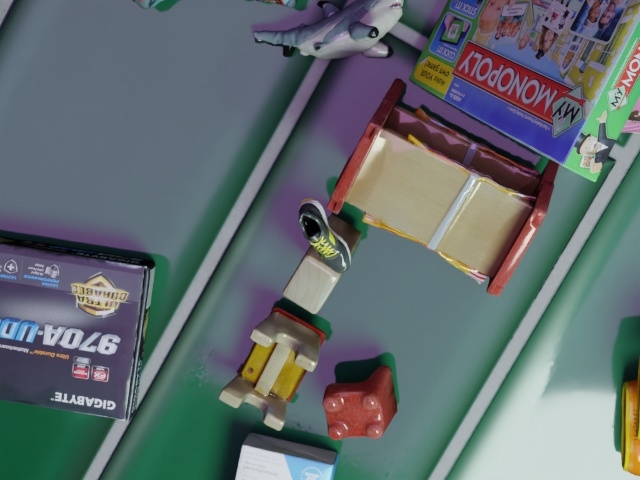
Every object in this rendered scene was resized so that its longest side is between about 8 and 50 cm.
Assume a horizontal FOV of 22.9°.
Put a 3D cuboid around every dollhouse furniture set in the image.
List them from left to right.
[{"bbox_3d":[0.072,0.044,1.665,0.201,0.152,0.374,29,115,1],"label":"dollhouse furniture set"}]

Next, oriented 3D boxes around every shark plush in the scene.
[{"bbox_3d":[0.012,-0.226,1.681,0.161,0.073,0.067,-10,75,27],"label":"shark plush"}]

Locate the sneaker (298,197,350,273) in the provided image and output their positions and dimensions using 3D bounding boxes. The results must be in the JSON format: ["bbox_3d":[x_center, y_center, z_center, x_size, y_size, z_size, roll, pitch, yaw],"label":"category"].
[{"bbox_3d":[0.000,0.000,1.559,0.031,0.035,0.083,-28,103,23],"label":"sneaker"}]

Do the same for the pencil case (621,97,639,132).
[{"bbox_3d":[0.430,-0.168,1.539,0.386,0.167,0.160,11,138,21],"label":"pencil case"}]

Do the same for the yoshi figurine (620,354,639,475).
[{"bbox_3d":[0.497,0.214,1.614,0.362,0.203,0.203,3,113,3],"label":"yoshi figurine"}]

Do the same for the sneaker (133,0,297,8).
[{"bbox_3d":[-0.073,-0.290,1.641,0.262,0.104,0.125,-26,97,9],"label":"sneaker"}]

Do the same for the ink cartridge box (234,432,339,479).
[{"bbox_3d":[-0.050,0.313,1.728,0.104,0.060,0.180,12,97,3],"label":"ink cartridge box"}]

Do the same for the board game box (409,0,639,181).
[{"bbox_3d":[0.217,-0.204,1.528,0.046,0.317,0.213,23,99,-30],"label":"board game box"}]

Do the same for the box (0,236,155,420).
[{"bbox_3d":[-0.301,0.093,1.730,0.220,0.051,0.175,9,97,4],"label":"box"}]
